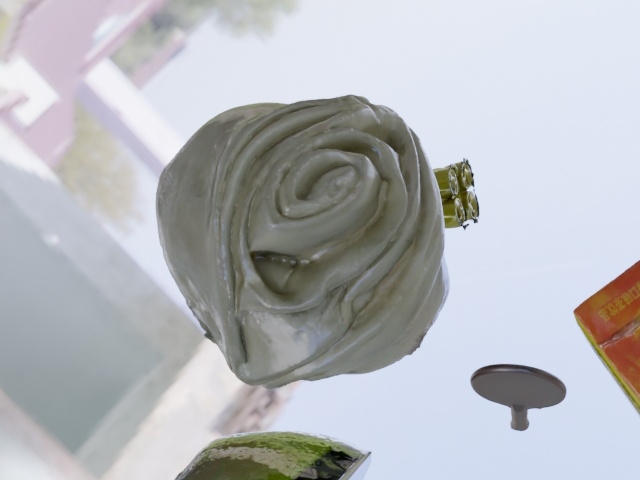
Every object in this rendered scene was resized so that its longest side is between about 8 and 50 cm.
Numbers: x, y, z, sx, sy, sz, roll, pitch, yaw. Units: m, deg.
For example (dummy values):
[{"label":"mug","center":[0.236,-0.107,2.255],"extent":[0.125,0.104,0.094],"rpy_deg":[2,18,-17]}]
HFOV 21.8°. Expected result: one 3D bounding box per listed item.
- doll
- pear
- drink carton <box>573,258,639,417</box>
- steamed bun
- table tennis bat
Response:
[{"label":"doll","center":[0.100,-0.045,2.220],"extent":[0.221,0.143,0.135],"rpy_deg":[-7,-171,25]},{"label":"pear","center":[-0.121,0.364,1.975],"extent":[0.399,0.165,0.399],"rpy_deg":[-51,168,-15]},{"label":"drink carton","center":[0.368,0.162,1.365],"extent":[0.154,0.351,0.111],"rpy_deg":[-37,166,6]},{"label":"steamed bun","center":[-0.010,0.003,1.789],"extent":[0.309,0.324,0.219],"rpy_deg":[-15,-175,-8]},{"label":"table tennis bat","center":[0.215,0.220,1.851],"extent":[0.170,0.107,0.119],"rpy_deg":[74,25,-61]}]
